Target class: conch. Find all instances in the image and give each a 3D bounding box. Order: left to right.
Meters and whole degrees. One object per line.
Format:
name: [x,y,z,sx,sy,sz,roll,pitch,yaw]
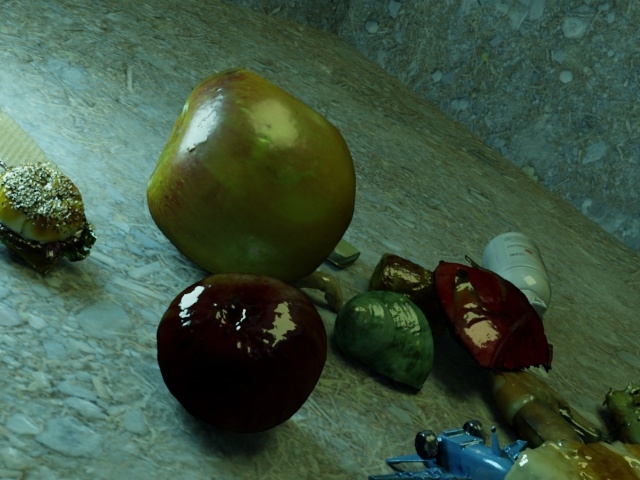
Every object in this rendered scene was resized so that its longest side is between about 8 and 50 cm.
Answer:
conch: [0.110,0.164,1.812,0.188,0.122,0.176,16,48,-24]

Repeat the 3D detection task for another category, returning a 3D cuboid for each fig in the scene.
fig: [-0.109,0.157,1.431,0.235,0.214,0.235,14,49,-17]

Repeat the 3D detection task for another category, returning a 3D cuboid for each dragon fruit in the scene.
dragon fruit: [0.327,0.124,2.006,0.282,0.100,0.343,51,23,24]

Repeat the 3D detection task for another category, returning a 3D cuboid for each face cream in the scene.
face cream: [0.446,0.108,2.362,0.145,0.145,0.370,28,20,-5]

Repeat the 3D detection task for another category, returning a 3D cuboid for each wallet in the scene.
wallet: [0.000,0.000,2.173,0.155,0.039,0.110,35,17,14]

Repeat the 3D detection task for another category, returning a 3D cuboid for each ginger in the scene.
ginger: [-0.064,0.032,1.961,0.288,0.075,0.089,35,62,11]

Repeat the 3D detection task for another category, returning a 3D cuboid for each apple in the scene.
apple: [-0.110,-0.109,1.826,0.374,0.374,0.384,25,32,-11]

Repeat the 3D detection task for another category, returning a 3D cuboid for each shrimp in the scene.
shrimp: [0.451,0.367,1.857,0.272,0.085,0.445,26,15,-24]

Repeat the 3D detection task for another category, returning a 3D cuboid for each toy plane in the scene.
toy plane: [0.202,0.309,1.460,0.254,0.105,0.271,-8,-7,-23]

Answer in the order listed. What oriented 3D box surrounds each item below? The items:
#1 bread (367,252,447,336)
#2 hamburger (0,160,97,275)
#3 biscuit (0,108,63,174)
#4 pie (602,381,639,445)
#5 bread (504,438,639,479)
bread: [0.185,0.103,2.076,0.172,0.103,0.132,27,20,-5]
hamburger: [-0.420,-0.044,1.575,0.189,0.093,0.164,32,42,-12]
biscuit: [-0.596,-0.197,1.782,0.426,0.078,0.144,43,23,31]
pie: [0.725,0.410,2.073,0.354,0.103,0.288,34,26,7]
bread: [0.424,0.459,1.287,0.371,0.279,0.390,10,28,-37]
